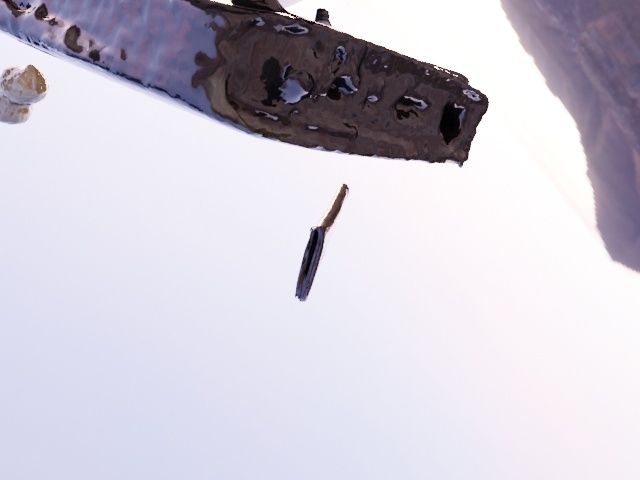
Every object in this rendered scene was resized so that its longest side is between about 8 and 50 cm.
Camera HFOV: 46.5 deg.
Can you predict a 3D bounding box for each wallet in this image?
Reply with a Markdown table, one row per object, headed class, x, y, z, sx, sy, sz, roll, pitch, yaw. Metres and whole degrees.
| class | x | y | z | sx | sy | sz | roll | pitch | yaw |
| --- | --- | --- | --- | --- | --- | --- | --- | --- | --- |
| wallet | 0.000 | 0.000 | 1.180 | 0.031 | 0.137 | 0.255 | 21 | -159 | 2 |

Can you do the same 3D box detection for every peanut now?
| class | x | y | z | sx | sy | sz | roll | pitch | yaw |
| --- | --- | --- | --- | --- | --- | --- | --- | --- | --- |
| peanut | -0.519 | -0.251 | 1.277 | 0.082 | 0.187 | 0.082 | 17 | -117 | -35 |

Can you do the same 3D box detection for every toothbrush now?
| class | x | y | z | sx | sy | sz | roll | pitch | yaw |
| --- | --- | --- | --- | --- | --- | --- | --- | --- | --- |
| toothbrush | 0.039 | -0.342 | 1.367 | 0.297 | 0.030 | 0.030 | 37 | -127 | -70 |

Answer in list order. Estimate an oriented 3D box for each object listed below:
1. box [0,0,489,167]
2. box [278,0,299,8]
| class | x | y | z | sx | sy | sz | roll | pitch | yaw |
| --- | --- | --- | --- | --- | --- | --- | --- | --- | --- |
| box | -0.069 | -0.157 | 0.631 | 0.350 | 0.090 | 0.359 | 27 | -165 | 34 |
| box | -0.011 | -0.443 | 1.200 | 0.071 | 0.240 | 0.159 | 60 | 160 | -6 |
